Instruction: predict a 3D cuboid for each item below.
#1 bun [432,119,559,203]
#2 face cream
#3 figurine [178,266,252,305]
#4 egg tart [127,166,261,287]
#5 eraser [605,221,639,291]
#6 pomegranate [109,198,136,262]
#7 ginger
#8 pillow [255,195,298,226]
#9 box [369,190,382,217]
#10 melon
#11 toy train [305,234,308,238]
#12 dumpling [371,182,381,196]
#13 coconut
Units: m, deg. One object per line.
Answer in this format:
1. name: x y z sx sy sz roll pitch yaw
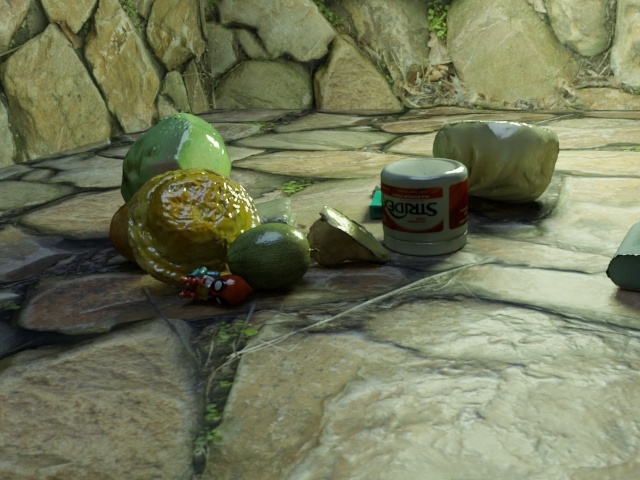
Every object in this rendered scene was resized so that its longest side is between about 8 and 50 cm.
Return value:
1. bun: 0.475 -0.212 1.859 0.360 0.211 0.360 7 4 -1
2. face cream: 0.244 -0.084 1.584 0.201 0.187 0.201 -4 19 1
3. figurine: -0.208 0.096 1.357 0.140 0.068 0.075 7 18 13
4. egg tart: -0.269 -0.047 1.464 0.319 0.319 0.128 -14 -23 -26
5. eraser: 0.680 0.029 1.333 0.174 0.081 0.227 8 23 32
6. pomegranate: -0.393 -0.032 1.592 0.196 0.196 0.196 -4 19 1
7. ginger: 0.057 0.018 1.513 0.193 0.122 0.115 32 6 4
8. pillow: -0.131 -0.051 1.741 0.134 0.078 0.181 -6 22 4
9. box: 0.256 -0.102 1.852 0.226 0.042 0.161 0 20 12
10. melon: -0.098 0.032 1.402 0.192 0.139 0.139 -8 20 -9
11. toy train: 0.000 0.000 1.623 0.071 0.038 0.148 3 21 20
12. dumpling: 0.187 -0.149 2.009 0.077 0.043 0.059 6 44 19
13. coconut: -0.384 -0.159 1.775 0.281 0.328 0.328 36 -9 -38
